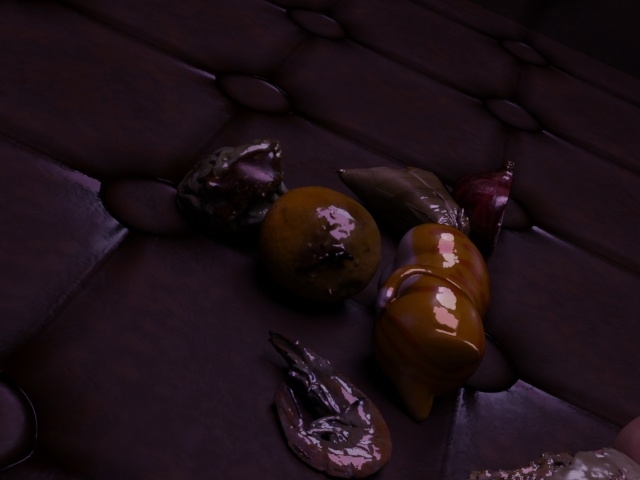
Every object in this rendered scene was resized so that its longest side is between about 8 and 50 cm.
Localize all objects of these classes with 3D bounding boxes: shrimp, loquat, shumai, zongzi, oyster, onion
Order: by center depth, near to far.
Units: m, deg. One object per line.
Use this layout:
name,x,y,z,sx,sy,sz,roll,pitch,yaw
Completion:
oyster,0.240,0.301,1.124,0.209,0.072,0.133,4,33,-27
shrimp,-0.008,0.193,1.145,0.126,0.047,0.223,-20,53,-37
loquat,0.000,0.000,1.339,0.172,0.149,0.204,19,24,-9
shumai,-0.119,-0.095,1.408,0.184,0.142,0.184,19,33,-13
zongzi,0.132,-0.053,1.555,0.197,0.099,0.194,10,27,-26
onion,0.272,-0.070,1.652,0.098,0.151,0.206,14,13,10

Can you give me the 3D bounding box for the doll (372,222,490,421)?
doll,0.147,0.095,1.290,0.162,0.167,0.269,25,34,4

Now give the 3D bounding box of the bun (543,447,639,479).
bun,0.240,0.325,0.926,0.259,0.259,0.152,-6,47,-41

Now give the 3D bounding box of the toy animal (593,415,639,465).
toy animal,0.454,0.313,1.125,0.195,0.213,0.256,-31,73,-9
